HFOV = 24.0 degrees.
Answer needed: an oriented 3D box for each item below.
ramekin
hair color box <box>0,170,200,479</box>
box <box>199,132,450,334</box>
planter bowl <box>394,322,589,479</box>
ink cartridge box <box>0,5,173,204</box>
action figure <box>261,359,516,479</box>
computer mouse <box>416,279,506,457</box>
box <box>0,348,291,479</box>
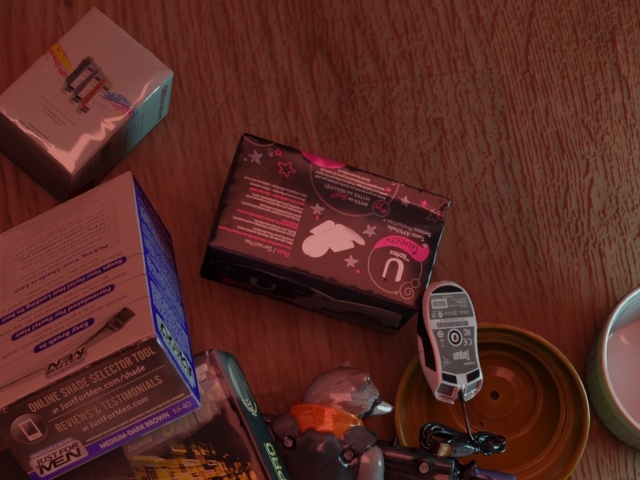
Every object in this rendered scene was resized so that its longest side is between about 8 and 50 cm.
[{"bbox_3d":[0.411,0.156,1.772,0.207,0.109,0.207,3,71,-8],"label":"ramekin"},{"bbox_3d":[-0.241,0.080,1.558,0.185,0.339,0.110,-26,120,5],"label":"hair color box"},{"bbox_3d":[0.000,0.000,1.724,0.247,0.163,0.142,18,73,-3],"label":"box"},{"bbox_3d":[0.196,0.188,1.715,0.217,0.090,0.217,2,102,9],"label":"planter bowl"},{"bbox_3d":[-0.275,-0.152,1.745,0.127,0.128,0.176,41,69,5],"label":"ink cartridge box"},{"bbox_3d":[0.039,0.296,1.618,0.341,0.178,0.330,3,89,5],"label":"action figure"},{"bbox_3d":[0.141,0.140,1.628,0.106,0.042,0.193,-1,77,-30],"label":"computer mouse"},{"bbox_3d":[-0.205,0.336,1.542,0.395,0.097,0.318,-26,76,7],"label":"box"}]
